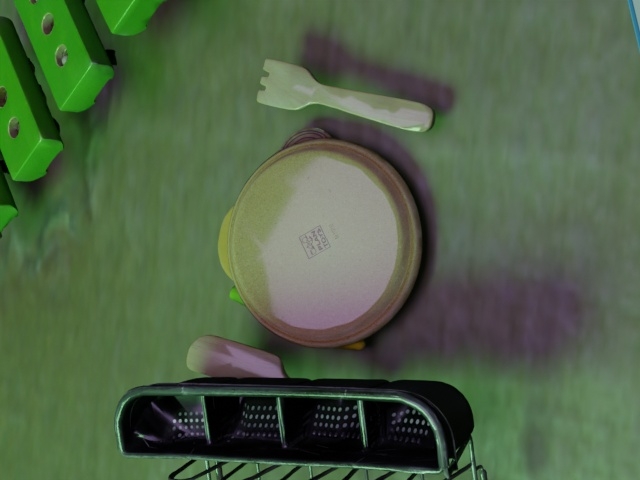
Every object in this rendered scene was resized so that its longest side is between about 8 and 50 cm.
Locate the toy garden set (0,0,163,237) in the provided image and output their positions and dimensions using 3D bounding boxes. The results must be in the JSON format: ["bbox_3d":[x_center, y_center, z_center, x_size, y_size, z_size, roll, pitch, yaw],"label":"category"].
[{"bbox_3d":[-0.189,-0.151,0.875,0.244,0.049,0.204,-47,57,35],"label":"toy garden set"}]

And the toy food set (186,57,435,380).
[{"bbox_3d":[0.000,0.000,0.784,0.132,0.038,0.192,17,95,22],"label":"toy food set"}]

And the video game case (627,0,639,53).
[{"bbox_3d":[0.229,-0.155,0.651,0.166,0.015,0.119,-15,83,31],"label":"video game case"}]

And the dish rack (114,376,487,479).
[{"bbox_3d":[0.004,0.203,0.743,0.208,0.074,0.272,-2,101,32],"label":"dish rack"}]
